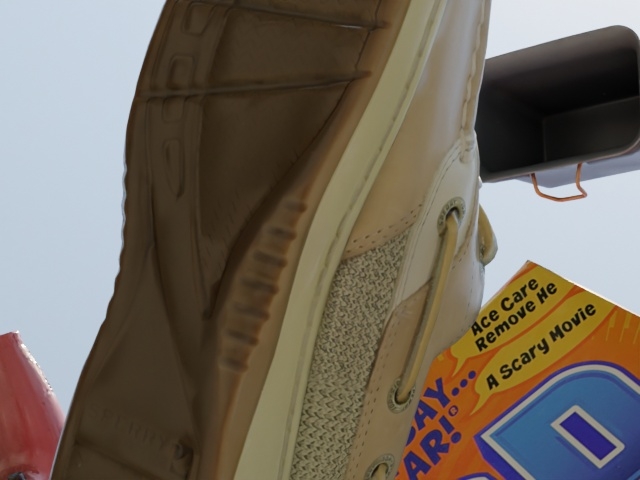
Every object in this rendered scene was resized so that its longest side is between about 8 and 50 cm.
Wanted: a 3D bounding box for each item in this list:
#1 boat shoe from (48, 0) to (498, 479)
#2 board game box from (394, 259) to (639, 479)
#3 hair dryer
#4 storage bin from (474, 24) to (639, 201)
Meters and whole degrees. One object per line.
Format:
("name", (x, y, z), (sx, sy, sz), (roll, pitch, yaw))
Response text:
("boat shoe", (0.000, 0.000, 0.439), (0.109, 0.098, 0.302), (19, -86, 47))
("board game box", (0.169, 0.303, 0.741), (0.356, 0.356, 0.356), (-43, -137, -15))
("hair dryer", (-0.196, 0.182, 0.955), (0.080, 0.224, 0.293), (-14, -131, -11))
("storage bin", (0.171, -0.071, 0.905), (0.135, 0.091, 0.098), (-12, -108, 38))
